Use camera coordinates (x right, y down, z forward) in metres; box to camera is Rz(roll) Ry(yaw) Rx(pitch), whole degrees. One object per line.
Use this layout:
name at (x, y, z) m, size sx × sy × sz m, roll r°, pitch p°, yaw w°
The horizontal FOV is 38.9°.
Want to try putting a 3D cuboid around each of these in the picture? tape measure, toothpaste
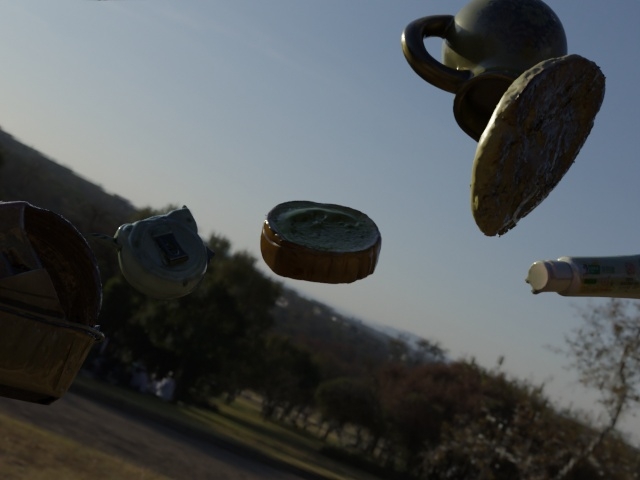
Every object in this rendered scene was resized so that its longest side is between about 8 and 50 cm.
tape measure at (-0.323, 0.042, 1.462) m, size 0.330 × 0.084 × 0.164 m, roll -21°, pitch 65°, yaw -41°
toothpaste at (0.402, 0.047, 1.199) m, size 0.315 × 0.058 × 0.056 m, roll 2°, pitch 45°, yaw -33°

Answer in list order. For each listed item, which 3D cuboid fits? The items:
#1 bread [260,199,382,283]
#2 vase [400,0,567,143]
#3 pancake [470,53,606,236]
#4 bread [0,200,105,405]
bread at (0.000, 0.000, 1.675) m, size 0.236 × 0.069 × 0.236 m, roll 8°, pitch 27°, yaw -4°
vase at (0.307, -0.332, 1.726) m, size 0.330 × 0.302 × 0.240 m, roll 18°, pitch -40°, yaw -7°
pancake at (0.358, -0.155, 1.525) m, size 0.065 × 0.356 × 0.356 m, roll 30°, pitch -4°, yaw 31°
bread at (-0.348, 0.065, 1.009) m, size 0.224 × 0.211 × 0.142 m, roll 19°, pitch -16°, yaw -23°
